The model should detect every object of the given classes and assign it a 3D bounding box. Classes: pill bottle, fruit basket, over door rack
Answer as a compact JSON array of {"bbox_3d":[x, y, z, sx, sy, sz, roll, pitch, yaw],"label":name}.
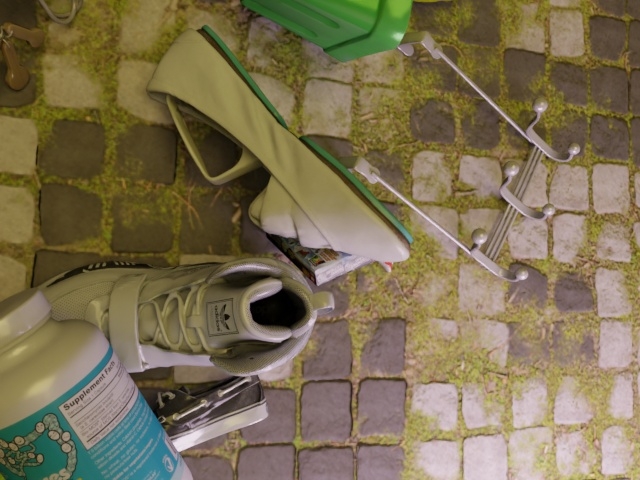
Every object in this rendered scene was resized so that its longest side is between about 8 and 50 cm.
[{"bbox_3d":[-0.246,0.180,0.703,0.146,0.146,0.264,-33,107,-20],"label":"pill bottle"},{"bbox_3d":[0.104,-0.410,0.914,0.391,0.283,0.393,-3,99,-16],"label":"fruit basket"},{"bbox_3d":[0.212,-0.119,1.021,0.324,0.108,0.240,32,75,-15],"label":"over door rack"}]

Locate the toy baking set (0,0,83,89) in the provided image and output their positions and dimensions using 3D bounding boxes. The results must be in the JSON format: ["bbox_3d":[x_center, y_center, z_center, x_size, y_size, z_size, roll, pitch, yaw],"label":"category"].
[{"bbox_3d":[-0.345,-0.273,0.789,0.030,0.197,0.256,30,77,15],"label":"toy baking set"}]

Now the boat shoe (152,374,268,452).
[{"bbox_3d":[-0.171,0.212,0.870,0.219,0.077,0.070,-15,91,-29],"label":"boat shoe"}]

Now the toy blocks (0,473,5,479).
[{"bbox_3d":[-0.434,0.126,0.673,0.190,0.261,0.382,-35,99,-20],"label":"toy blocks"}]

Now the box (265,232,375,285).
[{"bbox_3d":[0.000,0.000,0.919,0.093,0.137,0.027,-22,126,-21],"label":"box"}]

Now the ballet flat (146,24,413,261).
[{"bbox_3d":[-0.064,-0.090,0.867,0.139,0.139,0.400,-38,75,-19],"label":"ballet flat"}]

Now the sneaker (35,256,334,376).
[{"bbox_3d":[-0.165,0.083,0.805,0.365,0.210,0.138,-4,87,-21],"label":"sneaker"}]

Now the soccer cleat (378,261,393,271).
[{"bbox_3d":[0.071,0.011,1.000,0.035,0.029,0.083,-30,93,-11],"label":"soccer cleat"}]
